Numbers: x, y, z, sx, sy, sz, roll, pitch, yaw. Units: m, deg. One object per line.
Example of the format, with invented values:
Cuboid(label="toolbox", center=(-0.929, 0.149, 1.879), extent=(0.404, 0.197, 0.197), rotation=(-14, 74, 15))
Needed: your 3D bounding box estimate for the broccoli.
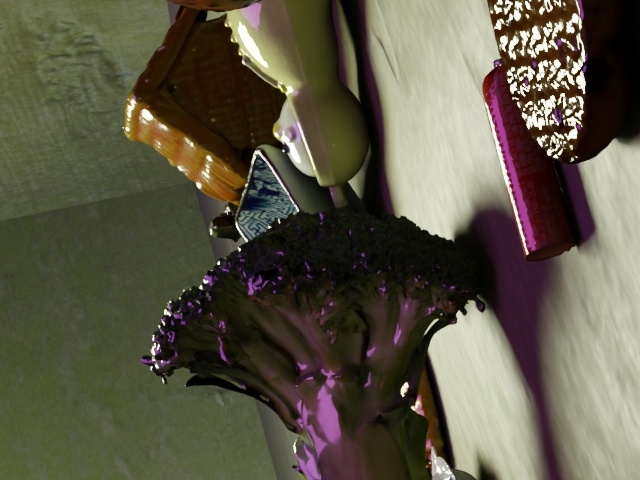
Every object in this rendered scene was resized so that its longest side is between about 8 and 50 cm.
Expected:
Cuboid(label="broccoli", center=(0.053, 0.141, 1.478), extent=(0.361, 0.252, 0.221), rotation=(53, 176, 0))

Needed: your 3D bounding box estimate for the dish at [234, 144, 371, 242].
Cuboid(label="dish", center=(0.000, 0.000, 1.928), extent=(0.182, 0.080, 0.243), rotation=(57, 165, 11))

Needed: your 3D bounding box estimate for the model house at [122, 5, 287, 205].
Cuboid(label="model house", center=(-0.099, -0.149, 2.005), extent=(0.199, 0.229, 0.219), rotation=(160, 99, -77))

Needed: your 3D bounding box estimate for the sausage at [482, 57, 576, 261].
Cuboid(label="sausage", center=(0.125, -0.053, 1.161), extent=(0.034, 0.034, 0.129), rotation=(104, 154, -74))

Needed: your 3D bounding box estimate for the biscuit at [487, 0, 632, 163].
Cuboid(label="biscuit", center=(0.123, -0.141, 1.019), extent=(0.212, 0.036, 0.212), rotation=(169, 90, -84))

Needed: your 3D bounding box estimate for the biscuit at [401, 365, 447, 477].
Cuboid(label="biscuit", center=(0.082, 0.179, 1.859), extent=(0.254, 0.035, 0.254), rotation=(168, 90, -83))

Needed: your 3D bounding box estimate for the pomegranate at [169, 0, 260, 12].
Cuboid(label="pomegranate", center=(-0.071, -0.305, 1.550), extent=(0.340, 0.285, 0.285), rotation=(28, -137, -58))

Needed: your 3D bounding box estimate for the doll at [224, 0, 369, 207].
Cuboid(label="doll", center=(-0.025, -0.171, 1.789), extent=(0.141, 0.117, 0.296), rotation=(-126, 25, -80))

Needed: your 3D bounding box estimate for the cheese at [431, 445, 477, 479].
Cuboid(label="cheese", center=(0.131, 0.276, 1.574), extent=(0.135, 0.052, 0.245), rotation=(82, 170, -45))

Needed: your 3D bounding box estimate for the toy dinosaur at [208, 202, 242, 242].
Cuboid(label="toy dinosaur", center=(-0.054, 0.007, 2.183), extent=(0.087, 0.187, 0.179), rotation=(-109, 36, -54))
